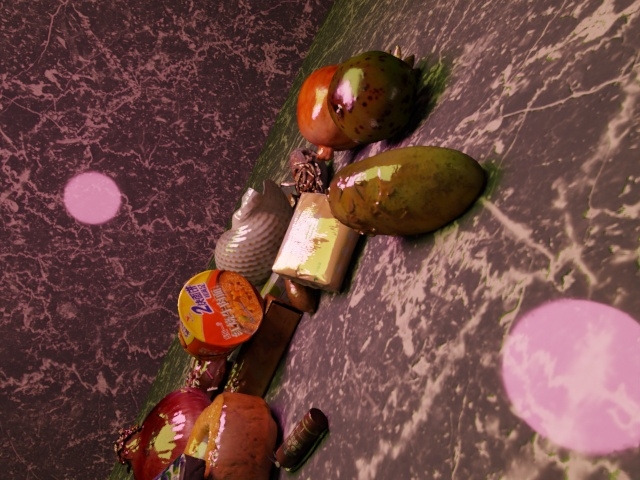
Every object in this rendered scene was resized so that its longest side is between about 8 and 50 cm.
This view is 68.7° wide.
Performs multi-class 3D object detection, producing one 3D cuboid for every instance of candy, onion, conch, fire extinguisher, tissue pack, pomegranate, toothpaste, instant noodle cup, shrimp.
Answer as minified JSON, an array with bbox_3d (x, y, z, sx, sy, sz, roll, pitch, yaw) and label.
[{"bbox_3d":[-0.317,0.521,0.938,0.312,0.061,0.088,-47,31,36],"label":"candy"},{"bbox_3d":[-0.422,0.574,1.277,0.347,0.285,0.348,-45,37,49],"label":"onion"},{"bbox_3d":[-0.170,-0.014,1.408,0.319,0.215,0.303,-53,8,39],"label":"conch"},{"bbox_3d":[-0.043,0.384,0.884,0.064,0.043,0.158,44,114,26],"label":"fire extinguisher"},{"bbox_3d":[0.000,0.000,1.111,0.186,0.090,0.222,13,76,35],"label":"tissue pack"},{"bbox_3d":[0.042,-0.362,1.362,0.252,0.229,0.271,7,81,62],"label":"pomegranate"},{"bbox_3d":[-0.158,0.216,1.350,0.337,0.081,0.067,-59,22,15],"label":"toothpaste"},{"bbox_3d":[0.148,-0.376,1.138,0.286,0.231,0.231,-51,17,-9],"label":"pomegranate"},{"bbox_3d":[-0.269,0.206,1.204,0.174,0.213,0.213,123,163,-49],"label":"instant noodle cup"},{"bbox_3d":[-0.038,-0.178,1.464,0.116,0.145,0.343,-36,40,28],"label":"shrimp"}]

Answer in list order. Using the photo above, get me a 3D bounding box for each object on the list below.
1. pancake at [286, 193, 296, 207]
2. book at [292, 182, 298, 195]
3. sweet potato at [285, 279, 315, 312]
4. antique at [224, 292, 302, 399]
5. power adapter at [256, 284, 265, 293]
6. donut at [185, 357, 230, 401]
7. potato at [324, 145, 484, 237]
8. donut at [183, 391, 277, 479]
[{"bbox_3d":[-0.163,-0.048,1.783,0.288,0.033,0.286,-64,18,-2],"label":"pancake"},{"bbox_3d":[-0.075,-0.232,1.814,0.103,0.017,0.135,-59,19,15],"label":"book"},{"bbox_3d":[-0.037,0.041,1.253,0.114,0.092,0.342,-16,46,34],"label":"sweet potato"},{"bbox_3d":[-0.158,0.301,1.219,0.310,0.093,0.087,-65,19,-3],"label":"antique"},{"bbox_3d":[-0.272,0.237,1.561,0.187,0.124,0.255,-20,47,66],"label":"power adapter"},{"bbox_3d":[-0.389,0.444,1.633,0.270,0.103,0.270,-52,24,34],"label":"donut"},{"bbox_3d":[0.143,-0.083,0.837,0.298,0.176,0.141,-4,65,42],"label":"potato"},{"bbox_3d":[-0.206,0.491,1.016,0.299,0.150,0.317,-59,19,7],"label":"donut"}]
